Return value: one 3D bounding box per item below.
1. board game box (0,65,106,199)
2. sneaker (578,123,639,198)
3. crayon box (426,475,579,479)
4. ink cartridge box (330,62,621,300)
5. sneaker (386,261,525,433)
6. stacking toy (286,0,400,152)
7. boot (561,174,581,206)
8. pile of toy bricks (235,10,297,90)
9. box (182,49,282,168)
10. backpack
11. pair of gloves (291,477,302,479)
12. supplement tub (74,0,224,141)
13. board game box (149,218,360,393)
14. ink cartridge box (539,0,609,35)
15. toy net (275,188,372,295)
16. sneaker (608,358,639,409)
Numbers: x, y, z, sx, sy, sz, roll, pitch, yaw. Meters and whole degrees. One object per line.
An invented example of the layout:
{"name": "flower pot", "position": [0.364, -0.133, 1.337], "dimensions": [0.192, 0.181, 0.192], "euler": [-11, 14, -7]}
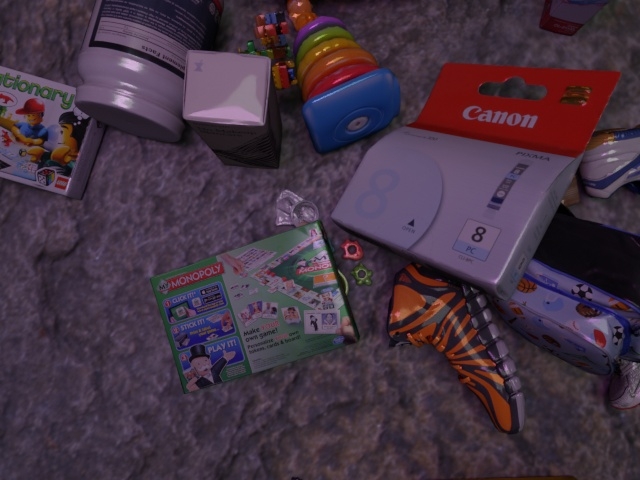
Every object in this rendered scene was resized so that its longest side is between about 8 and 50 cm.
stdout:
{"name": "board game box", "position": [-0.562, -0.208, 0.774], "dimensions": [0.306, 0.053, 0.192], "euler": [16, 85, 0]}
{"name": "sneaker", "position": [0.618, -0.151, 0.787], "dimensions": [0.297, 0.112, 0.130], "euler": [-9, 103, -1]}
{"name": "crayon box", "position": [0.310, 0.463, 0.589], "dimensions": [0.314, 0.363, 0.105], "euler": [-2, 85, -1]}
{"name": "ink cartridge box", "position": [0.231, -0.139, 0.684], "dimensions": [0.308, 0.091, 0.384], "euler": [25, 86, 41]}
{"name": "sneaker", "position": [0.215, 0.186, 0.742], "dimensions": [0.180, 0.124, 0.320], "euler": [-19, 76, 1]}
{"name": "stacking toy", "position": [0.009, -0.327, 0.765], "dimensions": [0.166, 0.175, 0.301], "euler": [-23, 73, 2]}
{"name": "boot", "position": [0.370, -0.115, 0.783], "dimensions": [0.197, 0.073, 0.152], "euler": [-17, 87, -14]}
{"name": "pile of toy bricks", "position": [-0.103, -0.306, 0.705], "dimensions": [0.105, 0.212, 0.118], "euler": [-12, 118, -2]}
{"name": "box", "position": [-0.123, -0.188, 0.671], "dimensions": [0.113, 0.275, 0.094], "euler": [4, 88, 0]}
{"name": "backpack", "position": [0.411, 0.085, 0.667], "dimensions": [0.263, 0.276, 0.213], "euler": [34, 93, -41]}
{"name": "pair of gloves", "position": [-0.053, 0.469, 0.757], "dimensions": [0.083, 0.010, 0.074], "euler": [-31, 87, -3]}
{"name": "supplement tub", "position": [-0.286, -0.326, 0.721], "dimensions": [0.191, 0.191, 0.272], "euler": [14, 86, 0]}
{"name": "board game box", "position": [-0.115, 0.115, 0.737], "dimensions": [0.318, 0.046, 0.213], "euler": [-18, 85, 8]}
{"name": "ink cartridge box", "position": [0.481, -0.476, 0.758], "dimensions": [0.073, 0.175, 0.127], "euler": [16, 86, 0]}
{"name": "toy net", "position": [0.000, 0.000, 0.776], "dimensions": [0.122, 0.045, 0.232], "euler": [-29, 87, -3]}
{"name": "sneaker", "position": [0.539, 0.185, 0.764], "dimensions": [0.093, 0.088, 0.225], "euler": [14, 78, 7]}
